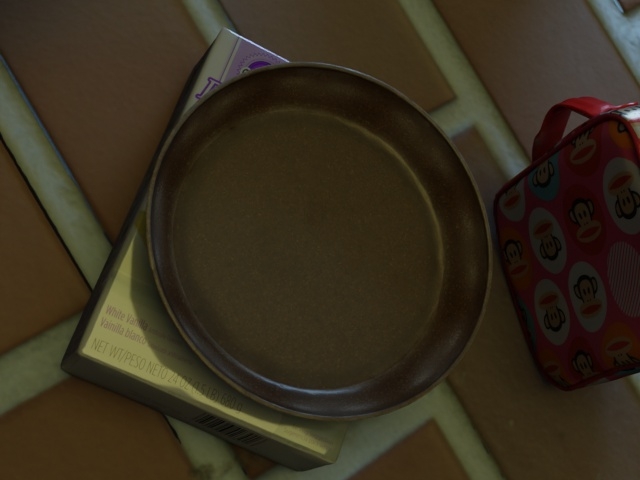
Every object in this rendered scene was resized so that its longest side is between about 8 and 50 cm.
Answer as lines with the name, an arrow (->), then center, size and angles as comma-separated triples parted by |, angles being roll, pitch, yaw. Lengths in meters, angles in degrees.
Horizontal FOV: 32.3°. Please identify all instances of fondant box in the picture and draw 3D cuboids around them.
fondant box -> -0.054, 0.008, 0.998 | 0.238, 0.096, 0.330 | 25, 67, -13

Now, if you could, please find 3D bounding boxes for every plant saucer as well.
plant saucer -> 0.000, 0.000, 0.942 | 0.310, 0.050, 0.310 | 6, 74, -20

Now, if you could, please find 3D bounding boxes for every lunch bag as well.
lunch bag -> 0.267, -0.006, 1.018 | 0.120, 0.293, 0.258 | -16, 82, -19
